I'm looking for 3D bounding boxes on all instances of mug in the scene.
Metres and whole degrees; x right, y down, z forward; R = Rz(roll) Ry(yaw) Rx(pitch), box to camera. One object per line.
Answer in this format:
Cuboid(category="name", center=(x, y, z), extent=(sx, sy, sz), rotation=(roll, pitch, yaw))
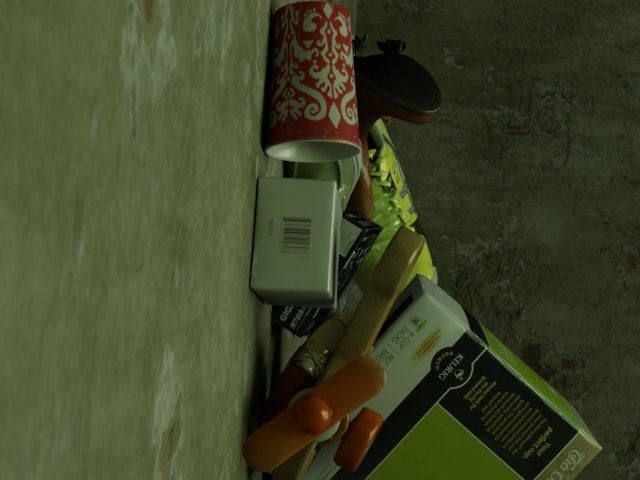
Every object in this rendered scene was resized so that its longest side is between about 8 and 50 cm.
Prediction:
Cuboid(category="mug", center=(-0.024, -0.184, 1.285), extent=(0.113, 0.150, 0.169), rotation=(9, 78, -50))

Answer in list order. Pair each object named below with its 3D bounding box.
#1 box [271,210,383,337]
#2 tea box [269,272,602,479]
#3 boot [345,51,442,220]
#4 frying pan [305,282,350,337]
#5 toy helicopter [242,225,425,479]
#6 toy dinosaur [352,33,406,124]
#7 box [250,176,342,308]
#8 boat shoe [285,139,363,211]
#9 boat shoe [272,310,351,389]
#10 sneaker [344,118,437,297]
Cuboid(category="box", center=(0.015, 0.043, 1.546), extent=(0.175, 0.051, 0.220), rotation=(-58, 173, 6))
Cuboid(category="tea box", center=(0.154, 0.279, 1.531), extent=(0.329, 0.323, 0.220), rotation=(-48, -179, 7))
Cuboid(category="boot", center=(0.059, -0.139, 1.574), extent=(0.096, 0.264, 0.281), rotation=(-38, 141, -40))
Cuboid(category="frying pan", center=(0.011, 0.004, 1.832), extent=(0.197, 0.053, 0.326), rotation=(10, 86, -67))
Cuboid(category="toy helicopter", center=(0.025, 0.144, 1.275), extent=(0.355, 0.140, 0.235), rotation=(-65, 168, 20))
Cuboid(category="toy dinosaur", center=(0.096, -0.288, 2.119), extent=(0.164, 0.322, 0.219), rotation=(0, 97, -43))
Cuboid(category="box", center=(-0.025, 0.007, 1.284), extent=(0.170, 0.091, 0.130), rotation=(74, 19, -79))
Cuboid(category="boat shoe", center=(0.001, -0.064, 1.552), extent=(0.302, 0.109, 0.094), rotation=(92, 7, -56))
Cuboid(category="boat shoe", center=(-0.012, 0.175, 1.494), extent=(0.170, 0.063, 0.059), rotation=(-58, 169, 11))
Cuboid(category="sneaker", center=(0.078, -0.062, 1.745), extent=(0.147, 0.145, 0.385), rotation=(66, 3, -66))
